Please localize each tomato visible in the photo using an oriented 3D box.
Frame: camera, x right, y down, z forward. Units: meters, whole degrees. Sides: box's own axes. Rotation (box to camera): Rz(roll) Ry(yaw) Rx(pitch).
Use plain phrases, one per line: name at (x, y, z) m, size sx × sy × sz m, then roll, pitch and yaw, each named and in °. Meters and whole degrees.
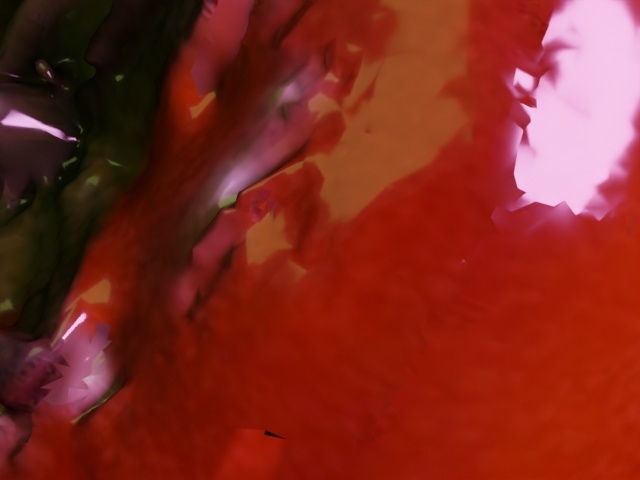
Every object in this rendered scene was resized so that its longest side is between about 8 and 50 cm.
tomato at (0.000, 0.000, 0.552) m, size 0.341 × 0.273 × 0.341 m, roll -18°, pitch 63°, yaw 38°
